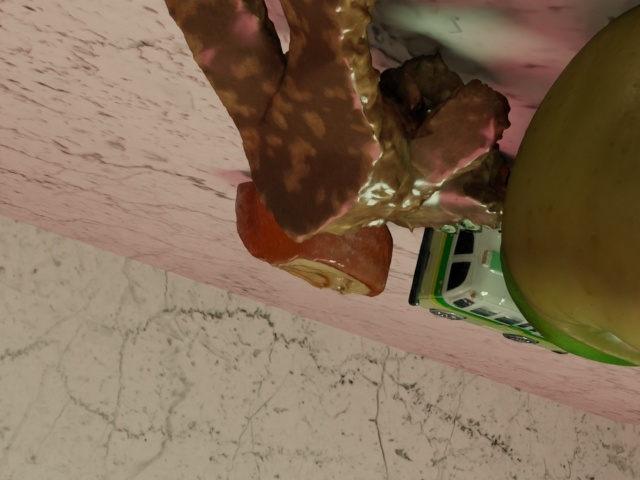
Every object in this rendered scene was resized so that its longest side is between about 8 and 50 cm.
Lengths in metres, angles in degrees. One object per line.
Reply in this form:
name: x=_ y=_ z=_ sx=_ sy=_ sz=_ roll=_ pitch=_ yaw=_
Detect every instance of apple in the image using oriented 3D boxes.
apple: x=0.249 y=-0.028 z=0.662 sx=0.279 sy=0.279 sz=0.279 roll=13 pitch=169 yaw=3

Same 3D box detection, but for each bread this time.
bread: x=0.010 y=0.001 z=1.432 sx=0.190 sy=0.123 sz=0.244 roll=2 pitch=165 yaw=40

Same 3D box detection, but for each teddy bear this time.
teddy bear: x=0.042 y=-0.121 z=0.796 sx=0.246 sy=0.222 sz=0.296 roll=12 pitch=127 yaw=40

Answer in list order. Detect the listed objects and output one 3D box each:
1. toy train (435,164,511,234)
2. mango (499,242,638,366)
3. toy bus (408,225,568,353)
toy train: x=0.145 y=-0.060 z=1.122 sx=0.118 sy=0.074 sz=0.176 roll=31 pitch=167 yaw=-26
mango: x=0.277 y=0.018 z=0.966 sx=0.225 sy=0.201 sz=0.382 roll=26 pitch=-176 yaw=28
toy bus: x=0.279 y=0.065 z=1.381 sx=0.276 sy=0.133 sz=0.165 roll=18 pitch=168 yaw=-22
